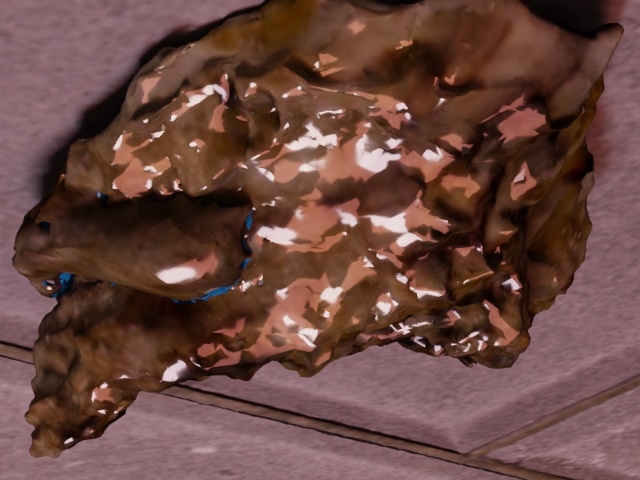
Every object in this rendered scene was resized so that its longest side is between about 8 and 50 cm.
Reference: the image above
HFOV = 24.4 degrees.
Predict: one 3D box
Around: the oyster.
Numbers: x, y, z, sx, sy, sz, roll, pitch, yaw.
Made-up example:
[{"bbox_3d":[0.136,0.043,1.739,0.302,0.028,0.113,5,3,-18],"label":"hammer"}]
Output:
[{"bbox_3d":[0.000,0.000,0.520,0.214,0.083,0.223,-6,145,-12],"label":"oyster"}]
